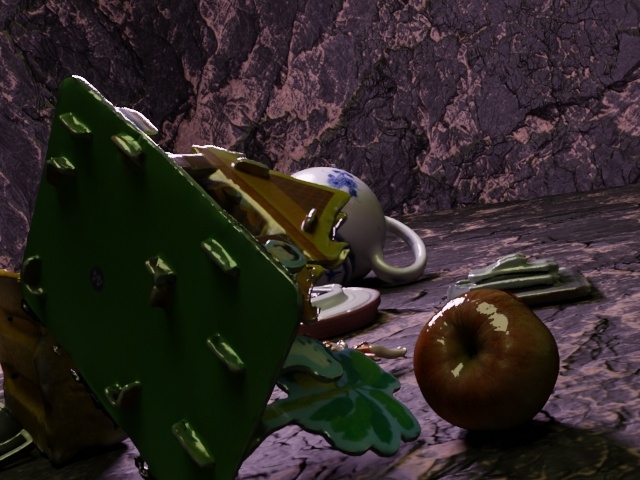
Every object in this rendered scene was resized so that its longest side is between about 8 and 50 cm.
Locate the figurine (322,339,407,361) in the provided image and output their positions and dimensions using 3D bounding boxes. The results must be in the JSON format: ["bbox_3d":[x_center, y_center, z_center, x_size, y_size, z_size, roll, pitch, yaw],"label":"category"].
[{"bbox_3d":[0.047,0.137,0.908,0.109,0.047,0.064,-3,-4,-17],"label":"figurine"}]

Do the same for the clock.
[{"bbox_3d":[-0.024,0.112,1.248,0.244,0.056,0.244,-10,5,1],"label":"clock"}]

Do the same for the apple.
[{"bbox_3d":[0.143,0.107,0.677,0.126,0.126,0.102,-7,-27,36],"label":"apple"}]

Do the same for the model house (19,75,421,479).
[{"bbox_3d":[-0.046,0.031,0.707,0.312,0.243,0.357,-9,38,-44],"label":"model house"}]

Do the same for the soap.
[{"bbox_3d":[-0.319,0.128,0.924,0.091,0.199,0.315,-8,2,-29],"label":"soap"}]

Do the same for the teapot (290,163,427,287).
[{"bbox_3d":[0.000,0.000,1.541,0.423,0.252,0.280,13,44,8],"label":"teapot"}]

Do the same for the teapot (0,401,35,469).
[{"bbox_3d":[-0.348,0.213,0.839,0.088,0.066,0.057,18,40,29],"label":"teapot"}]

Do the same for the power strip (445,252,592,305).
[{"bbox_3d":[0.292,0.055,1.188,0.213,0.065,0.198,-10,3,10],"label":"power strip"}]
